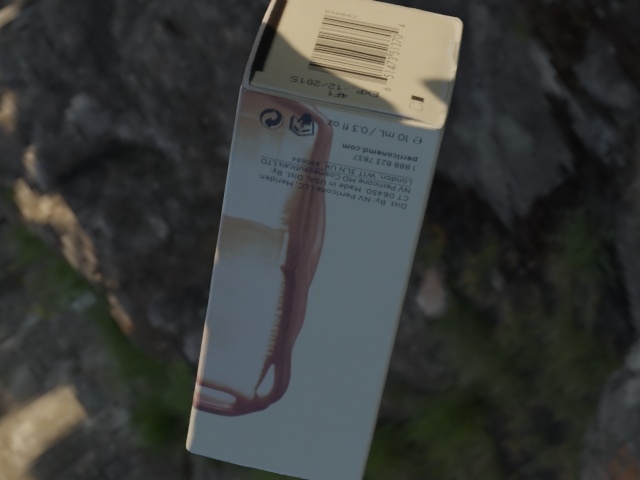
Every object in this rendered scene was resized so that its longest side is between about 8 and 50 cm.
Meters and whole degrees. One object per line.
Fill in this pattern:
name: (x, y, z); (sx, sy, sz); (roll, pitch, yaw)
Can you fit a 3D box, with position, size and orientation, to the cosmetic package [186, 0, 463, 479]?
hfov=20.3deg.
cosmetic package: (0.000, 0.000, 1.187); (0.153, 0.129, 0.296); (-76, -3, -56)
